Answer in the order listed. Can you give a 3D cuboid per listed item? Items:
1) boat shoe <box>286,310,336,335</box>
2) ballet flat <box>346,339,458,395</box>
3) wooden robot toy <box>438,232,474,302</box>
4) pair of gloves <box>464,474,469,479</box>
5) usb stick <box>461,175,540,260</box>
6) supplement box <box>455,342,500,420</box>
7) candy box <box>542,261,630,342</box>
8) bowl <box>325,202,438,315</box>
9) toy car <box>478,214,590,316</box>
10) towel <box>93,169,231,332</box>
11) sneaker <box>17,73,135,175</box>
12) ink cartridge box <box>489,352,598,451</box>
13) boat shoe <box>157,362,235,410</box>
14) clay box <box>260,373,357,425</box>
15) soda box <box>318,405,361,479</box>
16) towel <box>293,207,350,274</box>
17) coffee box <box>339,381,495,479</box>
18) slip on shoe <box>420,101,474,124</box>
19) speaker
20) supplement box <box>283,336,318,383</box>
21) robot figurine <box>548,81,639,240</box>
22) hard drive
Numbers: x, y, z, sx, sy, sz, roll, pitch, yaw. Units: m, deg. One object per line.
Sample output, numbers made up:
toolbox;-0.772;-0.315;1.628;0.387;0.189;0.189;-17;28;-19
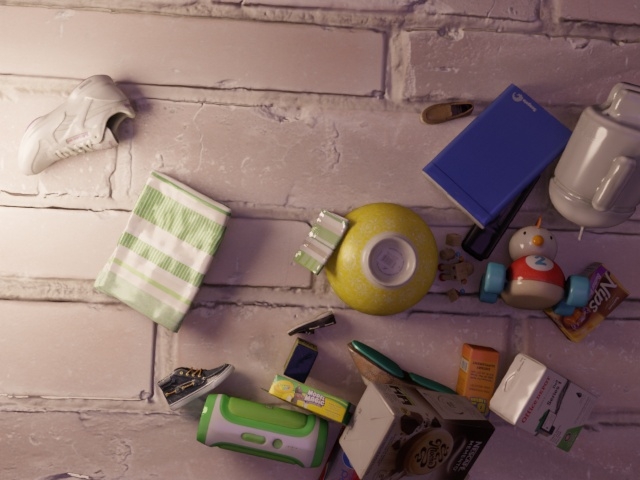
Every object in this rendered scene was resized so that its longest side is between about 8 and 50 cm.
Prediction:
boat shoe;-0.021;0.214;1.310;0.125;0.046;0.038;-23;87;-11
ballet flat;0.187;0.361;1.295;0.316;0.107;0.106;28;96;-2
wooden robot toy;0.348;0.066;1.328;0.079;0.076;0.173;-9;93;-33
pair of gloves;0.239;0.643;1.326;0.240;0.042;0.204;17;90;-4
usb stick;0.457;-0.077;1.336;0.077;0.045;0.278;33;88;7
supplement box;0.384;0.382;1.316;0.078;0.080;0.233;9;92;-1
candy box;0.677;0.158;1.345;0.186;0.053;0.109;-42;92;-1
bowl;0.157;0.046;1.264;0.289;0.156;0.289;0;90;-3
toy car;0.514;0.039;1.272;0.219;0.210;0.238;8;74;13
towel;-0.377;0.020;1.266;0.248;0.038;0.325;26;89;10
sneaker;-0.576;-0.249;1.241;0.305;0.114;0.152;-44;91;-2
ink cartridge box;0.543;0.395;1.283;0.219;0.092;0.160;30;89;-25
boat shoe;-0.304;0.334;1.282;0.183;0.065;0.083;-32;93;-2
clay box;-0.022;0.374;1.234;0.222;0.127;0.053;15;70;26
soda box;0.064;0.549;1.290;0.083;0.092;0.263;25;88;-1
towel;0.000;0.000;1.281;0.023;0.113;0.152;34;87;-37
coffee box;0.217;0.431;1.171;0.297;0.119;0.168;16;106;-29
slip on shoe;0.320;-0.324;1.328;0.135;0.041;0.051;-7;91;-3
speaker;-0.137;0.454;1.261;0.296;0.131;0.131;14;89;-3
supplement box;-0.048;0.292;1.287;0.056;0.083;0.083;25;89;-3
robot figurine;0.666;-0.176;1.222;0.199;0.300;0.353;22;123;15
hard drive;0.441;-0.212;1.312;0.318;0.040;0.210;-44;77;-2
